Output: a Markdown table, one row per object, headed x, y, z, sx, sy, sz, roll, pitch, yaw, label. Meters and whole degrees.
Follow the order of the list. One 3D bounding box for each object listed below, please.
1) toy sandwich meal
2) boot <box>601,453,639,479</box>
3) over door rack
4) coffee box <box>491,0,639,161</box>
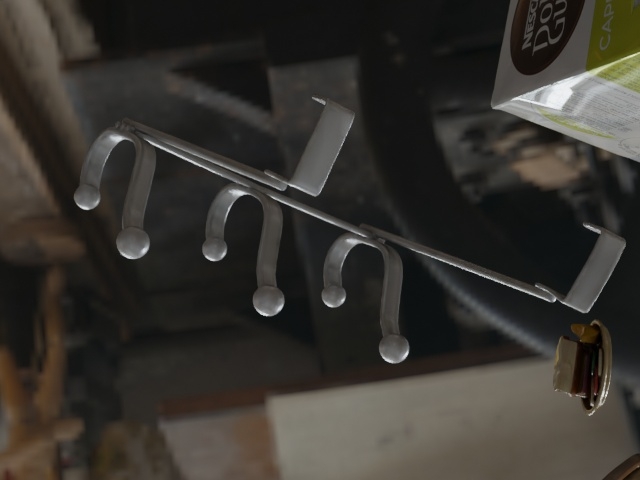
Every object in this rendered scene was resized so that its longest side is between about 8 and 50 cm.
| x | y | z | sx | sy | sz | roll | pitch | yaw | label |
| --- | --- | --- | --- | --- | --- | --- | --- | --- | --- |
| 0.209 | 0.100 | 1.572 | 0.029 | 0.085 | 0.085 | 5 | 155 | -6 | toy sandwich meal |
| 0.304 | 0.318 | 1.872 | 0.112 | 0.115 | 0.305 | -32 | 142 | -20 | boot |
| 0.000 | 0.000 | 1.307 | 0.239 | 0.108 | 0.324 | 23 | 169 | -30 | over door rack |
| 0.400 | -0.254 | 1.800 | 0.338 | 0.338 | 0.334 | 18 | 165 | -22 | coffee box |
